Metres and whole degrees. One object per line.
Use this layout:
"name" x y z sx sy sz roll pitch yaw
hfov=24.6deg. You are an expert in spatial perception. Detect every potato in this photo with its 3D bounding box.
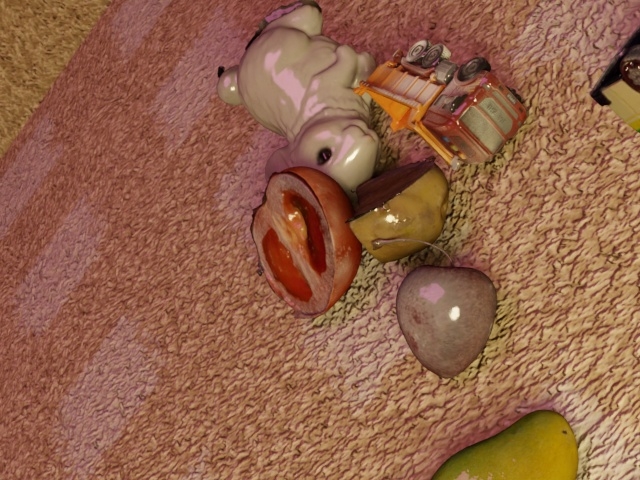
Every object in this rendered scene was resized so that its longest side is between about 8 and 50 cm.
"potato" 0.117 -0.042 1.968 0.138 0.098 0.243 -31 10 10

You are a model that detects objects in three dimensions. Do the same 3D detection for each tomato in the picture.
"tomato" 0.000 0.000 2.068 0.199 0.112 0.228 61 149 18

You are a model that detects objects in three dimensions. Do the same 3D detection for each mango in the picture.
"mango" 0.193 0.264 1.551 0.191 0.085 0.122 -34 50 11

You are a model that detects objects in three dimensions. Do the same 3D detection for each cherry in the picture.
"cherry" 0.129 0.089 1.796 0.188 0.148 0.115 2 26 36

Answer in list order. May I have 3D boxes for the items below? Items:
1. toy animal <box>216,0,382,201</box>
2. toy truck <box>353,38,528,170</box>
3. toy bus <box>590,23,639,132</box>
"toy animal" -0.017 -0.185 2.235 0.258 0.194 0.357 -33 45 21
"toy truck" 0.163 -0.188 2.009 0.135 0.114 0.270 -51 30 -4
"toy bus" 0.435 -0.189 1.499 0.143 0.179 0.305 -53 10 -23
